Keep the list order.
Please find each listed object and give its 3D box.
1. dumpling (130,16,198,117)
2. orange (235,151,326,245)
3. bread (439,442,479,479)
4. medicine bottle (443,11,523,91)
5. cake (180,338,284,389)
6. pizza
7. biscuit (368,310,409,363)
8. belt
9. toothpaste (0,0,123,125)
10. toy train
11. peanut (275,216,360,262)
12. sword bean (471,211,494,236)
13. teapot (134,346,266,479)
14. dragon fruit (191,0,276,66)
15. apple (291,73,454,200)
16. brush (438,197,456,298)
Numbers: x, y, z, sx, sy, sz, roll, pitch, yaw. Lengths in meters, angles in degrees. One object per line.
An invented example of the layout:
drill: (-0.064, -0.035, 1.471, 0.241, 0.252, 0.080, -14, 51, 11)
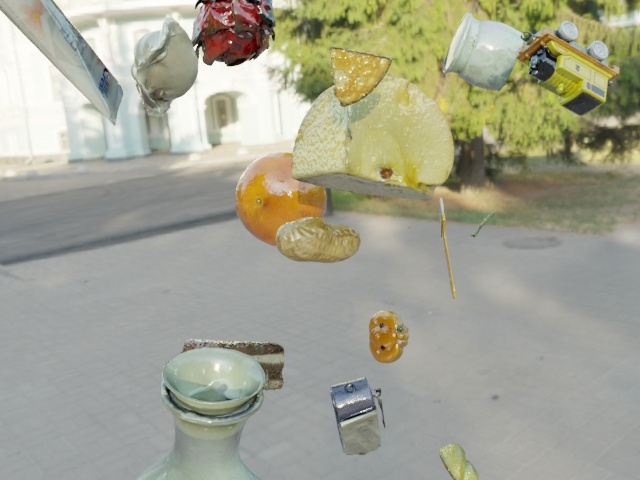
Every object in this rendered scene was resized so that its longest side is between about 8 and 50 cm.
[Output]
dumpling: (-0.271, -0.284, 1.074, 0.108, 0.188, 0.127, 31, 58, 5)
orange: (-0.121, -0.125, 1.925, 0.283, 0.284, 0.226, 1, 10, 25)
bread: (0.417, 0.665, 1.878, 0.065, 0.149, 0.187, -41, -11, 8)
medicine bottle: (0.365, -0.428, 1.453, 0.143, 0.147, 0.147, 20, 11, -3)
cake: (-0.193, 0.270, 1.385, 0.135, 0.112, 0.246, 0, -7, 29)
pizza: (0.056, -0.300, 1.104, 0.123, 0.108, 0.026, -41, 22, 13)
biscuit: (0.210, 0.307, 2.039, 0.050, 0.170, 0.170, 5, 4, -37)
belt: (0.099, 0.445, 1.624, 0.126, 0.230, 0.140, -13, 39, -5)
toothpaste: (-0.376, -0.296, 0.858, 0.066, 0.323, 0.100, -23, 44, 15)
toy train: (0.462, -0.320, 1.197, 0.219, 0.127, 0.089, 23, -25, -18)
peanut: (0.000, 0.000, 1.483, 0.226, 0.108, 0.095, 6, 28, -34)
sword bean: (0.375, -0.037, 1.476, 0.083, 0.012, 0.012, -45, 28, -19)
teapot: (-0.128, 0.249, 0.694, 0.183, 0.251, 0.183, 7, 20, -3)
dragon fruit: (-0.181, -0.460, 1.358, 0.182, 0.189, 0.182, 6, 52, -8)
apple: (0.127, -0.196, 1.405, 0.309, 0.314, 0.252, 4, 43, -37)
brush: (0.334, 0.026, 1.690, 0.013, 0.272, 0.103, -7, -26, 7)
